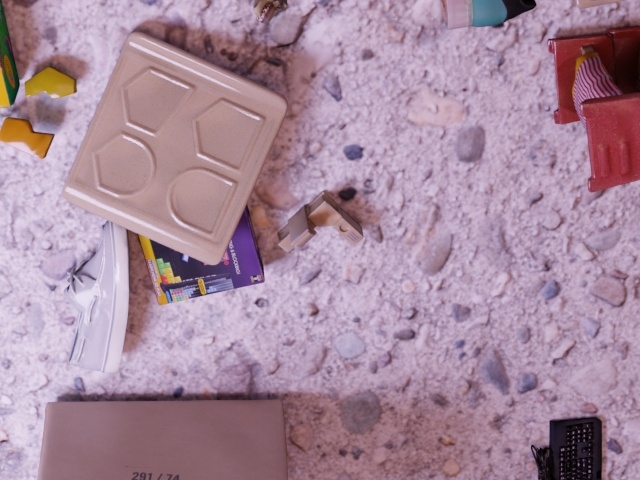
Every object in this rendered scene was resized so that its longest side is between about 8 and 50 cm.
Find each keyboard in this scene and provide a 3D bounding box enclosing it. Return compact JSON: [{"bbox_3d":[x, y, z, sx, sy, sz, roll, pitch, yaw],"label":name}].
[{"bbox_3d":[0.347,0.338,2.185,0.100,0.038,0.192,-6,116,-1],"label":"keyboard"}]

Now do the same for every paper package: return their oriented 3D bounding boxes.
[{"bbox_3d":[-0.203,0.349,1.997,0.324,0.309,0.168,0,120,-3],"label":"paper package"}]

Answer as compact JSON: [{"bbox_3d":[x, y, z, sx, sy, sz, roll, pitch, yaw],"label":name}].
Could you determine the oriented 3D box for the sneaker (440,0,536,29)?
[{"bbox_3d":[0.190,-0.388,1.783,0.121,0.108,0.302,-7,125,-1],"label":"sneaker"}]

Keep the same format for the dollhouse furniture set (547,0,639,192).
[{"bbox_3d":[0.345,-0.273,1.792,0.152,0.201,0.374,-10,117,1],"label":"dollhouse furniture set"}]

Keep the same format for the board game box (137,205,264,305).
[{"bbox_3d":[-0.157,-0.013,1.968,0.141,0.048,0.170,-13,117,3],"label":"board game box"}]

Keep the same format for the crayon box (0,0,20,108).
[{"bbox_3d":[-0.506,-0.224,1.819,0.278,0.081,0.165,-8,117,0],"label":"crayon box"}]

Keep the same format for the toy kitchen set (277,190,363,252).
[{"bbox_3d":[0.000,0.000,1.975,0.083,0.068,0.075,-42,112,16],"label":"toy kitchen set"}]

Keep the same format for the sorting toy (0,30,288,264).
[{"bbox_3d":[-0.219,-0.130,1.891,0.307,0.041,0.229,24,99,-1],"label":"sorting toy"}]

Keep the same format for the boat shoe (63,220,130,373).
[{"bbox_3d":[-0.285,0.071,1.982,0.081,0.079,0.228,4,119,-11],"label":"boat shoe"}]

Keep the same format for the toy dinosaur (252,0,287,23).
[{"bbox_3d":[-0.038,-0.385,1.788,0.118,0.064,0.268,19,114,-29],"label":"toy dinosaur"}]
